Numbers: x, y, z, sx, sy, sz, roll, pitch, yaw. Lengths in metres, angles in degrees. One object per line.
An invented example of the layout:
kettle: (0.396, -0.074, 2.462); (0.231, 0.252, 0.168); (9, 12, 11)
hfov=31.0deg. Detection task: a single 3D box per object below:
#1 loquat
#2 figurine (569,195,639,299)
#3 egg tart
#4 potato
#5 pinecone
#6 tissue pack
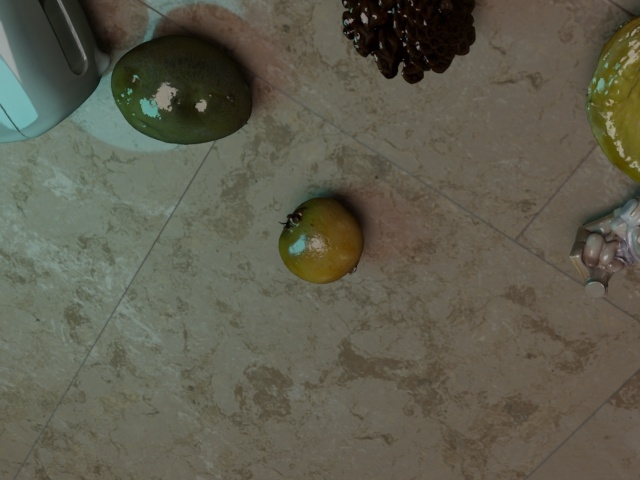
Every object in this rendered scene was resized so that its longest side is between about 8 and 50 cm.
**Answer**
loquat: (0.000, 0.000, 1.992); (0.163, 0.137, 0.163); (13, 141, 11)
figurine: (0.524, 0.002, 1.837); (0.236, 0.141, 0.162); (-18, 119, 25)
egg tart: (0.548, -0.213, 1.706); (0.315, 0.120, 0.315); (7, 116, 15)
potato: (-0.227, -0.244, 1.901); (0.235, 0.160, 0.178); (20, 149, -9)
pinecone: (0.124, -0.335, 1.725); (0.207, 0.208, 0.208); (7, 123, 12)
tissue pack: (-0.504, -0.337, 1.872); (0.236, 0.229, 0.333); (-11, 117, 24)
